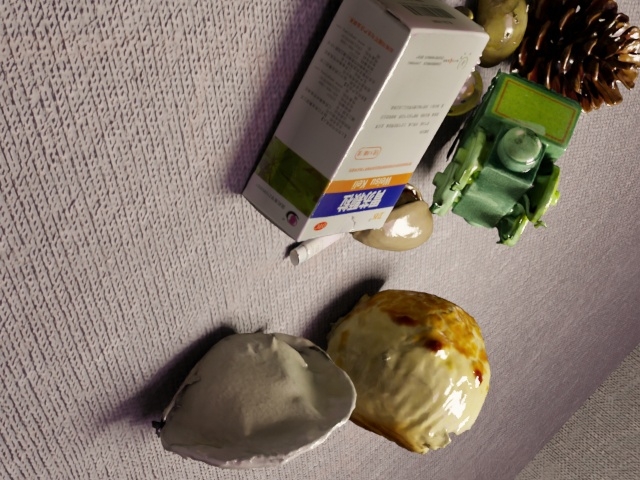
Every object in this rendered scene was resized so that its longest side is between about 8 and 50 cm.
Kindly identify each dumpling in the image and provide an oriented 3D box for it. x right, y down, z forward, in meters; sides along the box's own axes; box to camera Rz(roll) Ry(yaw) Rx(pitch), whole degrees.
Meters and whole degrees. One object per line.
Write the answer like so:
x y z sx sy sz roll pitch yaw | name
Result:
-0.084 0.231 1.716 0.293 0.204 0.163 -38 163 -48 | dumpling

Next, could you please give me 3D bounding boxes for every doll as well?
0.176 -0.233 1.715 0.129 0.081 0.207 -49 155 -15 | doll

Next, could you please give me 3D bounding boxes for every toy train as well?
0.260 -0.112 1.817 0.271 0.159 0.188 115 -1 -71 | toy train

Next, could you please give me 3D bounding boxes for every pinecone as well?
0.382 -0.276 1.887 0.208 0.208 0.207 -39 151 -27 | pinecone

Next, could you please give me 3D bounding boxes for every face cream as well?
0.000 0.000 1.778 0.115 0.020 0.038 -34 139 -42 | face cream

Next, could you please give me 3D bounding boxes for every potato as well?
0.246 -0.294 1.764 0.138 0.070 0.091 84 31 -58 | potato

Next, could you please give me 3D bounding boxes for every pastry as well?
0.123 0.179 1.947 0.236 0.256 0.170 -63 148 -9 | pastry

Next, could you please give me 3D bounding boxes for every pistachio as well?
0.095 -0.034 1.809 0.149 0.113 0.113 -2 125 -40 | pistachio

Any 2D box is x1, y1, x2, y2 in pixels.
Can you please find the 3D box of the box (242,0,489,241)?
0.057 -0.153 1.569 0.200 0.106 0.299 -10 133 -56 | box
